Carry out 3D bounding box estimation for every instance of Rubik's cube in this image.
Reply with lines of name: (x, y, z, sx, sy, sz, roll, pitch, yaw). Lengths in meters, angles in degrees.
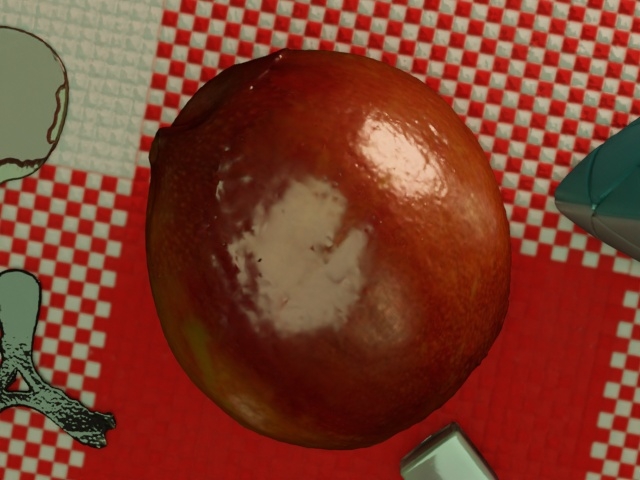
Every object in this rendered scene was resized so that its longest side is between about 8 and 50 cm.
Rubik's cube: (0.328, -0.042, 1.626, 0.254, 0.254, 0.255, 0, 97, 2)

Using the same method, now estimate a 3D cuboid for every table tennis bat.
table tennis bat: (-0.326, -0.095, 1.739, 0.131, 0.022, 0.234, 15, 96, -1)

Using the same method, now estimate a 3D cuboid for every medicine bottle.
medicine bottle: (0.140, 0.249, 1.747, 0.074, 0.055, 0.118, -38, 93, 5)

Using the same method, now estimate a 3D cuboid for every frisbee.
frisbee: (-0.294, 0.156, 1.771, 0.187, 0.012, 0.211, 34, 96, -3)

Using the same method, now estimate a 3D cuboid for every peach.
peach: (0.000, 0.001, 1.603, 0.372, 0.290, 0.373, -1, 101, -6)
